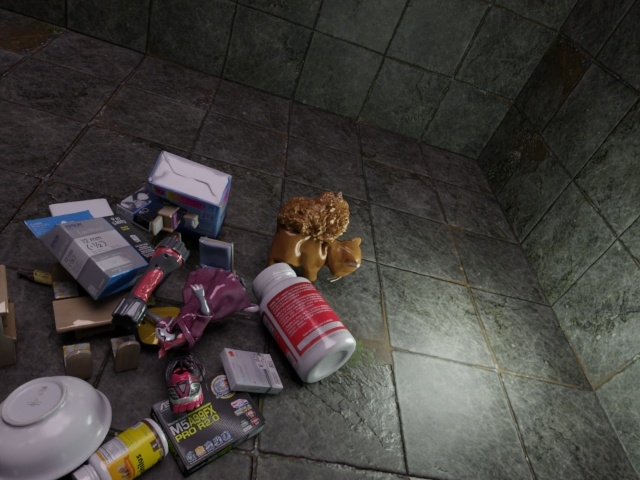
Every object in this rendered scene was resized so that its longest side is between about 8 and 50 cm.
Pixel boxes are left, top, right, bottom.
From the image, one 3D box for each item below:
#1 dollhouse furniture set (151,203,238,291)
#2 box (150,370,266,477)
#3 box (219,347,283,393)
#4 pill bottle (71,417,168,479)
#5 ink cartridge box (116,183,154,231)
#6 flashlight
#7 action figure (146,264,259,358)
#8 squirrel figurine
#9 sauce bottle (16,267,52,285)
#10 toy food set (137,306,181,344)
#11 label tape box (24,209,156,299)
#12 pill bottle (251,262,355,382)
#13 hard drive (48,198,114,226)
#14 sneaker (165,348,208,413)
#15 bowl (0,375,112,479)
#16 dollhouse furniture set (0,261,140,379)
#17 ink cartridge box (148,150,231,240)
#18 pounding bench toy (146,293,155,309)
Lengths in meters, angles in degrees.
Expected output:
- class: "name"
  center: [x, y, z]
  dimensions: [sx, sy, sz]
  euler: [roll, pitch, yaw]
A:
- class: "dollhouse furniture set"
  center: [-0.454, 0.067, 1.677]
  dimensions: [0.303, 0.286, 0.198]
  euler: [14, 37, 6]
- class: "box"
  center: [-0.330, 0.530, 1.380]
  dimensions: [0.270, 0.060, 0.216]
  euler: [-17, 54, -40]
- class: "box"
  center: [-0.224, 0.427, 1.514]
  dimensions: [0.186, 0.038, 0.145]
  euler: [22, 24, -41]
- class: "pill bottle"
  center: [-0.514, 0.566, 1.194]
  dimensions: [0.117, 0.117, 0.215]
  euler: [42, 42, 22]
- class: "ink cartridge box"
  center: [-0.704, -0.173, 2.013]
  dimensions: [0.165, 0.065, 0.333]
  euler: [27, 37, 5]
- class: "flashlight"
  center: [-0.515, 0.127, 1.428]
  dimensions: [0.103, 0.103, 0.304]
  euler: [22, 47, -3]
- class: "action figure"
  center: [-0.412, 0.251, 1.516]
  dimensions: [0.248, 0.276, 0.370]
  euler: [-11, 32, 30]
- class: "squirrel figurine"
  center: [0.000, 0.000, 1.908]
  dimensions: [0.370, 0.397, 0.281]
  euler: [14, 33, 1]
- class: "sauce bottle"
  center: [-0.945, 0.121, 1.554]
  dimensions: [0.128, 0.042, 0.042]
  euler: [16, 38, -12]
- class: "toy food set"
  center: [-0.510, 0.295, 1.555]
  dimensions: [0.217, 0.071, 0.128]
  euler: [5, 58, -37]
- class: "label tape box"
  center: [-0.716, 0.004, 1.491]
  dimensions: [0.347, 0.115, 0.249]
  euler: [45, 22, 8]
- class: "pill bottle"
  center: [-0.076, 0.282, 1.669]
  dimensions: [0.229, 0.229, 0.408]
  euler: [-14, 52, -38]
- class: "hard drive"
  center: [-0.879, -0.034, 1.773]
  dimensions: [0.210, 0.040, 0.319]
  euler: [-13, 51, -38]
- class: "sneaker"
  center: [-0.404, 0.390, 1.389]
  dimensions: [0.120, 0.112, 0.299]
  euler: [-10, 14, -19]
- class: "bowl"
  center: [-0.693, 0.441, 1.159]
  dimensions: [0.297, 0.134, 0.298]
  euler: [0, 32, 0]
- class: "dollhouse furniture set"
  center: [-0.766, 0.202, 1.378]
  dimensions: [0.394, 0.256, 0.362]
  euler: [-6, 47, -33]
- class: "ink cartridge box"
  center: [-0.504, -0.142, 1.809]
  dimensions: [0.270, 0.395, 0.151]
  euler: [20, 64, -7]
- class: "pounding bench toy"
  center: [-0.618, 0.220, 1.582]
  dimensions: [0.083, 0.065, 0.052]
  euler: [6, 39, -39]
